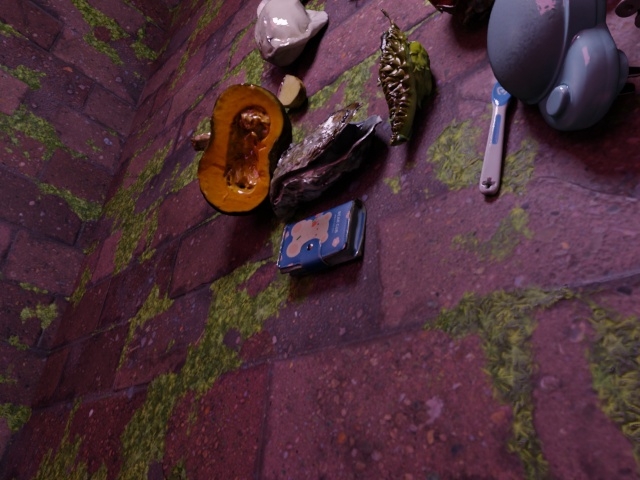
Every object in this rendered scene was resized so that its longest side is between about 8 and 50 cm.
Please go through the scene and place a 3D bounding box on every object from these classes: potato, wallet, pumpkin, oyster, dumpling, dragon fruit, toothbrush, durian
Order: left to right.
[{"bbox_3d":[-0.202,-0.239,1.159,0.232,0.242,0.324,-86,15,-74],"label":"pumpkin"},{"bbox_3d":[-0.090,-0.671,1.432,0.243,0.187,0.318,-16,52,-10],"label":"dumpling"},{"bbox_3d":[-0.072,-0.419,1.290,0.103,0.066,0.096,38,110,46],"label":"potato"},{"bbox_3d":[-0.009,-0.175,1.021,0.351,0.158,0.162,-48,-3,25],"label":"oyster"},{"bbox_3d":[0.000,0.001,0.945,0.202,0.059,0.141,-18,47,37],"label":"wallet"},{"bbox_3d":[0.174,-0.364,0.942,0.107,0.132,0.374,-30,51,49],"label":"durian"},{"bbox_3d":[0.302,-0.513,0.880,0.224,0.218,0.148,-8,89,3],"label":"dragon fruit"},{"bbox_3d":[0.322,-0.251,0.789,0.040,0.040,0.385,-3,68,46],"label":"toothbrush"}]

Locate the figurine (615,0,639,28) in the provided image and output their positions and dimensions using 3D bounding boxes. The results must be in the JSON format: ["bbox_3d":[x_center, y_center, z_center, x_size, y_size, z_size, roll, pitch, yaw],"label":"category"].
[{"bbox_3d":[0.497,-0.421,0.635,0.143,0.143,0.271,0,53,47],"label":"figurine"}]

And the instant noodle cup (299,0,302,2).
[{"bbox_3d":[-0.068,-0.966,1.558,0.232,0.207,0.207,-52,38,23],"label":"instant noodle cup"}]

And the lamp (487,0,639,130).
[{"bbox_3d":[0.343,-0.293,0.665,0.147,0.209,0.284,-25,67,-4],"label":"lamp"}]
